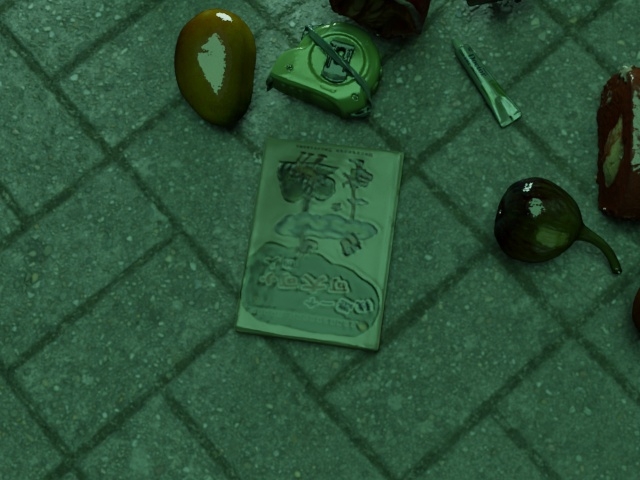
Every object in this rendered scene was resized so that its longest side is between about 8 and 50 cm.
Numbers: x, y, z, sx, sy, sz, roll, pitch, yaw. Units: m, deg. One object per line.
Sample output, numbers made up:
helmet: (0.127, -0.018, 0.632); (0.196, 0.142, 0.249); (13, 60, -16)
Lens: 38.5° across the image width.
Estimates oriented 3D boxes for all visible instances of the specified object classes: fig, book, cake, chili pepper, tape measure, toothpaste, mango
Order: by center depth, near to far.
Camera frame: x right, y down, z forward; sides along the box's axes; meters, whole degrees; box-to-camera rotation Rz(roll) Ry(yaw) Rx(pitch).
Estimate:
fig: (0.419, -0.011, 1.570); (0.245, 0.149, 0.149); (22, 77, -3)
cake: (0.563, -0.169, 1.570); (0.151, 0.177, 0.282); (5, 76, 6)
book: (0.000, 0.000, 1.638); (0.260, 0.043, 0.370); (7, 75, 6)
chili pepper: (0.098, -0.516, 1.659); (0.229, 0.251, 0.305); (6, 73, 7)
tape measure: (0.025, -0.317, 1.690); (0.200, 0.106, 0.175); (25, 81, 9)
mango: (-0.197, -0.321, 1.702); (0.152, 0.120, 0.221); (4, 82, 4)
toothpaste: (0.303, -0.299, 1.704); (0.048, 0.029, 0.197); (-31, 77, -4)

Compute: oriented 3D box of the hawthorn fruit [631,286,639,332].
hawthorn fruit: (0.623, 0.096, 1.496); (0.197, 0.196, 0.225); (34, 64, 13)

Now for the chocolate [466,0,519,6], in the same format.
chocolate: (0.299, -0.583, 1.684); (0.112, 0.112, 0.321); (-21, 99, -39)
